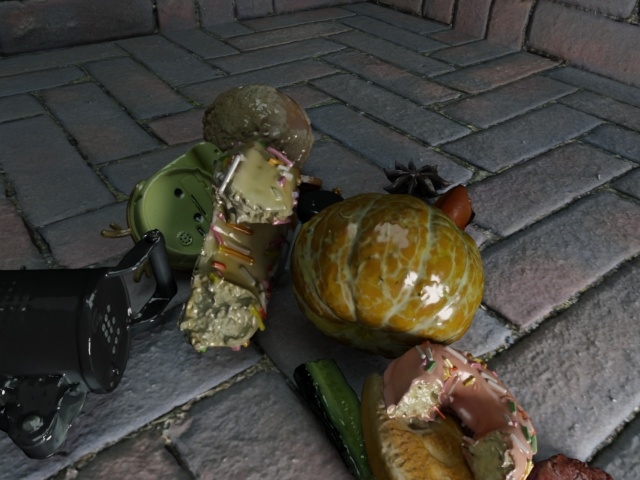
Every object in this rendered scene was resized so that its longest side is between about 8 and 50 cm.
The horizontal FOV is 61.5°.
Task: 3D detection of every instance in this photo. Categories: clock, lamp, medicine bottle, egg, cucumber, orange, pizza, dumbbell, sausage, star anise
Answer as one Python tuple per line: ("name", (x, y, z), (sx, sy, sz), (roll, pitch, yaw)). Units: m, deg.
("clock", (-0.289, -0.047, 1.128), (0.308, 0.096, 0.235), (-38, 96, -30))
("lamp", (-0.444, 0.137, 0.873), (0.271, 0.205, 0.374), (14, 48, 9))
("medicine bottle", (-0.079, -0.009, 1.177), (0.092, 0.061, 0.221), (-20, 42, 34))
("egg", (-0.163, -0.279, 1.421), (0.310, 0.279, 0.279), (17, 38, 29))
("cucumber", (0.030, 0.284, 0.834), (0.077, 0.062, 0.211), (-1, 42, -35))
("orange", (0.111, 0.057, 0.914), (0.328, 0.329, 0.249), (8, 58, 8))
("pizza", (0.169, 0.330, 0.741), (0.182, 0.074, 0.365), (-6, 42, -38))
("dumbbell", (0.000, 0.000, 1.099), (0.100, 0.191, 0.100), (1, 36, -1))
("sausage", (0.263, -0.025, 1.228), (0.102, 0.102, 0.330), (22, 42, 25))
("star anise", (0.258, -0.155, 1.434), (0.180, 0.061, 0.204), (22, 41, 24))

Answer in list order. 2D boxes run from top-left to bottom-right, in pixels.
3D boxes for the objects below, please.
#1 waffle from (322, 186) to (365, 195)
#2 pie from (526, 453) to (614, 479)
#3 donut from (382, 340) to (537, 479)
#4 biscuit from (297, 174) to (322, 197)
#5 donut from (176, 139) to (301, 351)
("waffle", (0.045, -0.048, 1.288), (0.228, 0.051, 0.232), (-17, 41, -25))
("pie", (0.354, 0.365, 0.749), (0.153, 0.038, 0.154), (2, 34, -2))
("donut", (0.202, 0.232, 0.758), (0.232, 0.085, 0.199), (37, 26, 9))
("biscuit", (-0.126, -0.119, 1.268), (0.280, 0.183, 0.043), (2, 70, 21))
("donut", (-0.136, 0.003, 0.966), (0.150, 0.371, 0.307), (15, 21, -5))
